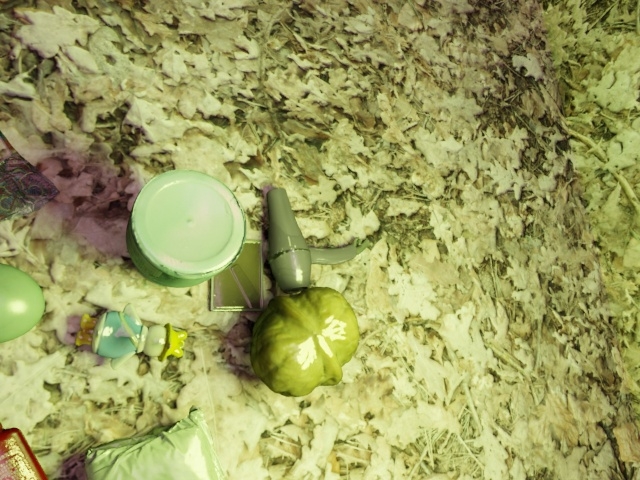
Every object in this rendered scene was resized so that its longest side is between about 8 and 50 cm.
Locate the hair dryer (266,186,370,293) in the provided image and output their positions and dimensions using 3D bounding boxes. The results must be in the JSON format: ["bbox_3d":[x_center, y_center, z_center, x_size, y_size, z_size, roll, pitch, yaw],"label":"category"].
[{"bbox_3d":[0.000,0.000,1.388,0.361,0.121,0.301,2,67,-36],"label":"hair dryer"}]

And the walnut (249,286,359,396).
[{"bbox_3d":[-0.044,0.257,1.186,0.281,0.277,0.254,-9,75,-17],"label":"walnut"}]

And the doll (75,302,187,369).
[{"bbox_3d":[-0.437,0.229,1.090,0.240,0.099,0.135,15,48,-24],"label":"doll"}]

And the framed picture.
[{"bbox_3d":[-0.229,0.094,1.277,0.150,0.015,0.203,4,75,-26],"label":"framed picture"}]

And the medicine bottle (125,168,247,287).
[{"bbox_3d":[-0.329,-0.004,1.096,0.244,0.290,0.245,8,72,-24],"label":"medicine bottle"}]

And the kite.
[{"bbox_3d":[-0.757,-0.185,1.085,0.152,0.015,0.286,-36,97,-32],"label":"kite"}]

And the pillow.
[{"bbox_3d":[-0.349,0.556,1.023,0.283,0.138,0.310,-18,87,-24],"label":"pillow"}]

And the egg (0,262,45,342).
[{"bbox_3d":[-0.692,0.125,0.947,0.230,0.168,0.168,12,71,-17],"label":"egg"}]

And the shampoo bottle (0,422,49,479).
[{"bbox_3d":[-0.629,0.486,0.936,0.118,0.076,0.314,-30,91,-29],"label":"shampoo bottle"}]
